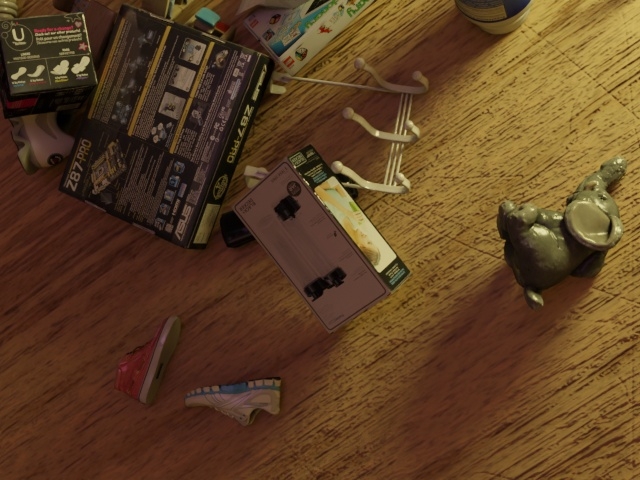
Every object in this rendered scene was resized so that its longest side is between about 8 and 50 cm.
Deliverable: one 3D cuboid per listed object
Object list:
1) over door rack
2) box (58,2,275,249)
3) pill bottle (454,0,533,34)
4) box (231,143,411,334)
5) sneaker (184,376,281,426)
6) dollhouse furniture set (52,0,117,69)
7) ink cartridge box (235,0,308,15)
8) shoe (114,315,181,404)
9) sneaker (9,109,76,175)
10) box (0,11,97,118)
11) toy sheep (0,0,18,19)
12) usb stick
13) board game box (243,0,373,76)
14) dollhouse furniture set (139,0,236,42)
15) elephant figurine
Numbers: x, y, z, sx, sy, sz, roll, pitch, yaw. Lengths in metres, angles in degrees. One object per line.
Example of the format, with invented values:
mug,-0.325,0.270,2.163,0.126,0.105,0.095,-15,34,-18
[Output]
over door rack,0.020,-0.210,1.639,0.324,0.108,0.240,4,66,20
box,-0.303,-0.219,1.726,0.318,0.097,0.395,22,96,16
pill bottle,0.294,-0.462,1.536,0.152,0.272,0.152,-4,77,19
box,0.000,0.000,1.553,0.290,0.087,0.169,52,127,1
sneaker,-0.161,0.302,1.637,0.190,0.071,0.083,-10,81,17
dollhouse furniture set,-0.463,-0.468,1.828,0.212,0.161,0.242,32,105,22
ink cartridge box,-0.053,-0.530,1.741,0.232,0.066,0.189,-13,51,55
shoe,-0.334,0.219,1.714,0.081,0.063,0.178,20,90,17
sneaker,-0.595,-0.302,1.902,0.146,0.122,0.331,-21,71,-5
box,-0.531,-0.332,1.706,0.163,0.247,0.142,-12,93,-22
toy sheep,-0.721,-0.516,1.998,0.091,0.091,0.132,-9,90,17
usb stick,-0.064,-0.061,1.694,0.278,0.045,0.077,-21,64,14
board game box,0.006,-0.472,1.717,0.305,0.053,0.193,-42,44,6
dollhouse furniture set,-0.243,-0.490,1.784,0.183,0.129,0.129,31,51,4
elephant figurine,0.425,-0.018,1.470,0.239,0.169,0.186,-13,103,0
